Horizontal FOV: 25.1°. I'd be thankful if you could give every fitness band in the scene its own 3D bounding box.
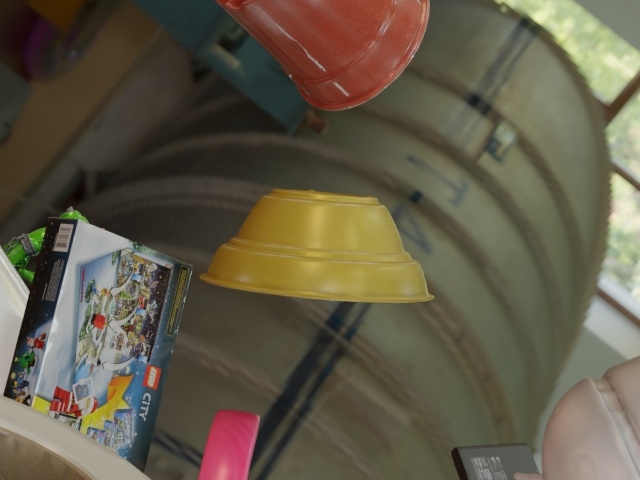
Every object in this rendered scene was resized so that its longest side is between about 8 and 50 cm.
[{"bbox_3d":[-0.094,0.300,1.332,0.209,0.054,0.291,95,3,-58],"label":"fitness band"}]

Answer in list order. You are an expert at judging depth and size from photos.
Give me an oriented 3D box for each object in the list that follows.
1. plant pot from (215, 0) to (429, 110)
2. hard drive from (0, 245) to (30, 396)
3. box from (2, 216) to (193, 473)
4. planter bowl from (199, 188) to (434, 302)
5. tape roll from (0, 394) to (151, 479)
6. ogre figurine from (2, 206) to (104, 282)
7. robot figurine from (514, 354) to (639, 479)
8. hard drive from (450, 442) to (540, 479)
[{"bbox_3d":[-0.016,-0.383,2.222,0.272,0.265,0.272,-22,-128,31],"label":"plant pot"},{"bbox_3d":[-0.454,0.100,1.673,0.233,0.353,0.047,-33,180,-17],"label":"hard drive"},{"bbox_3d":[-0.211,0.112,1.334,0.044,0.159,0.233,4,-104,38],"label":"box"},{"bbox_3d":[0.000,0.000,1.316,0.217,0.217,0.090,-67,161,-86],"label":"planter bowl"},{"bbox_3d":[-0.225,0.205,0.886,0.246,0.246,0.169,-65,180,-85],"label":"tape roll"},{"bbox_3d":[-0.319,0.036,1.923,0.118,0.197,0.097,-53,153,-11],"label":"ogre figurine"},{"bbox_3d":[0.354,0.187,1.307,0.353,0.200,0.300,-24,-162,6],"label":"robot figurine"},{"bbox_3d":[0.264,0.344,2.106,0.135,0.094,0.022,2,145,-31],"label":"hard drive"}]
